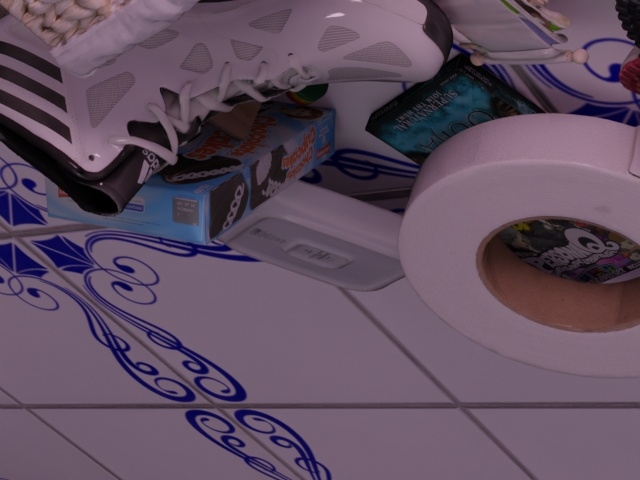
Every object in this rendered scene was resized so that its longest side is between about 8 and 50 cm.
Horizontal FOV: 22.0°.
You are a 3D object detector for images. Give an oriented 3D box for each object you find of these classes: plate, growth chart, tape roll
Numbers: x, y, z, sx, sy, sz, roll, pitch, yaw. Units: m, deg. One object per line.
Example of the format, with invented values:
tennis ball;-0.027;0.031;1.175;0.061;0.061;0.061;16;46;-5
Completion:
plate;0.000;0.000;2.009;0.278;0.045;0.277;19;164;-15
growth chart;0.147;-0.221;1.523;0.172;0.021;0.237;9;159;44
tape roll;0.278;0.014;1.793;0.392;0.072;0.392;13;144;9

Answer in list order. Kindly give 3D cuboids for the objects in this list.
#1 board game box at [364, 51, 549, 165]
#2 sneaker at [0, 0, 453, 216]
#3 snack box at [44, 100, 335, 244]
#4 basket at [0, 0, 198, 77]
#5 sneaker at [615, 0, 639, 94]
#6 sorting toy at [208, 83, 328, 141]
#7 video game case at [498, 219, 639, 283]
board game box;0.147;-0.128;1.786;0.126;0.026;0.186;32;150;-17
sneaker;-0.107;-0.129;1.560;0.447;0.258;0.169;6;159;6
snack box;-0.131;-0.086;1.776;0.187;0.322;0.060;10;113;22
basket;-0.140;-0.363;1.272;0.266;0.331;0.328;40;147;-20
sneaker;0.339;-0.191;1.467;0.120;0.112;0.299;24;167;18
sorting toy;-0.127;-0.193;1.751;0.274;0.132;0.046;33;152;-20
video game case;0.264;-0.025;1.868;0.210;0.042;0.232;33;150;-19
